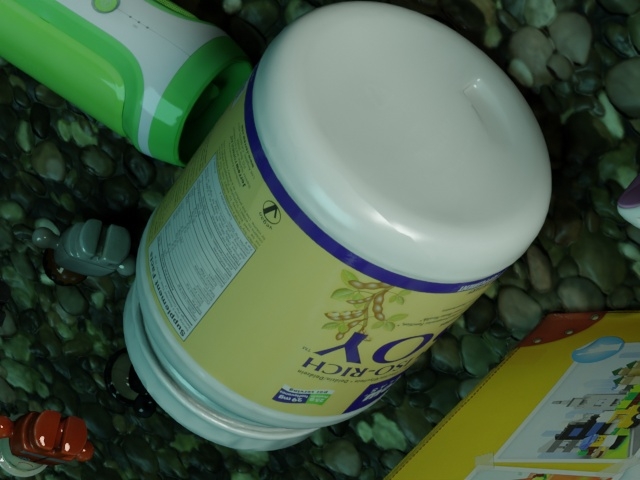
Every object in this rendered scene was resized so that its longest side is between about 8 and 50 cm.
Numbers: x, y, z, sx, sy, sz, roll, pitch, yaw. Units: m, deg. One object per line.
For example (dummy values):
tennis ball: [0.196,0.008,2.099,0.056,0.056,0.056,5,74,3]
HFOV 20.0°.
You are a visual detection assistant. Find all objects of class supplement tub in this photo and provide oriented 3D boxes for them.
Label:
supplement tub: [0.000,0.000,1.418,0.241,0.241,0.331,45,136,6]

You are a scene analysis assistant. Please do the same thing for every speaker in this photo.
speaker: [-0.204,-0.182,1.543,0.296,0.131,0.131,33,133,17]

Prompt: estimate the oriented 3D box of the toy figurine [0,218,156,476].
toy figurine: [-0.244,0.097,1.705,0.209,0.213,0.148,58,152,-4]

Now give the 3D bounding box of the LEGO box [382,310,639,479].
LEGO box: [0.212,0.243,1.222,0.372,0.500,0.193,-3,115,40]

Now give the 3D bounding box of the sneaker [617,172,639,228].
sneaker: [0.325,-0.019,1.260,0.236,0.095,0.104,-10,117,47]
